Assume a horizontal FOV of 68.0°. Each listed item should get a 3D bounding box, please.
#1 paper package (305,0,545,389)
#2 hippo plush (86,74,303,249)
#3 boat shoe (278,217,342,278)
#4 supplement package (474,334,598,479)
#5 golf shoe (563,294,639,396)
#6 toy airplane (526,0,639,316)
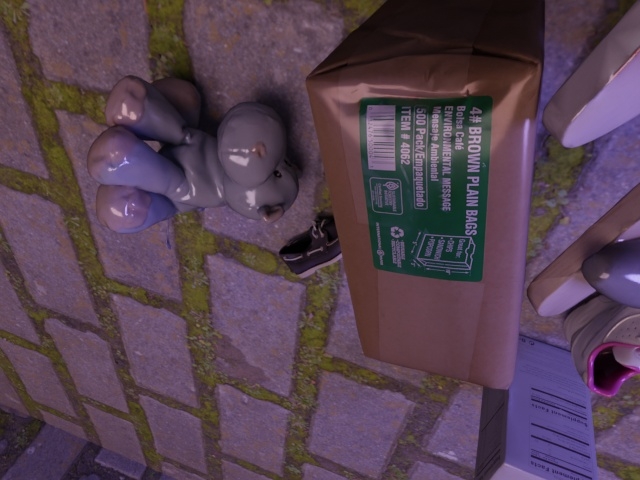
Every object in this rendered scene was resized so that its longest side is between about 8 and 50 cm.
[{"bbox_3d":[0.137,-0.069,0.506,0.168,0.310,0.325,4,128,21],"label":"paper package"},{"bbox_3d":[-0.159,-0.084,0.679,0.236,0.234,0.295,11,131,17],"label":"hippo plush"},{"bbox_3d":[0.000,0.000,0.790,0.065,0.075,0.206,39,138,-15],"label":"boat shoe"},{"bbox_3d":[0.344,0.301,0.773,0.133,0.244,0.139,18,134,10],"label":"supplement package"},{"bbox_3d":[0.456,0.101,0.627,0.115,0.140,0.306,28,133,2],"label":"golf shoe"},{"bbox_3d":[0.332,-0.093,0.302,0.272,0.384,0.386,52,176,20],"label":"toy airplane"}]
